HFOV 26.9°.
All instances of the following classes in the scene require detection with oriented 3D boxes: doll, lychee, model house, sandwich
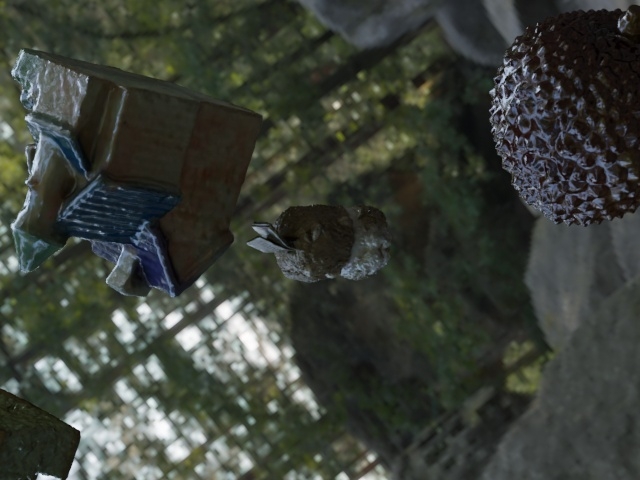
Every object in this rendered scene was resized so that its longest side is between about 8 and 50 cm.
[{"bbox_3d":[-0.004,0.005,1.788,0.115,0.221,0.105,35,124,47],"label":"doll"},{"bbox_3d":[0.342,-0.158,1.648,0.276,0.276,0.304,51,141,32],"label":"lychee"},{"bbox_3d":[-0.268,-0.075,1.750,0.245,0.280,0.312,24,-170,40],"label":"model house"},{"bbox_3d":[-0.334,0.255,1.217,0.128,0.235,0.122,20,178,21],"label":"sandwich"}]
